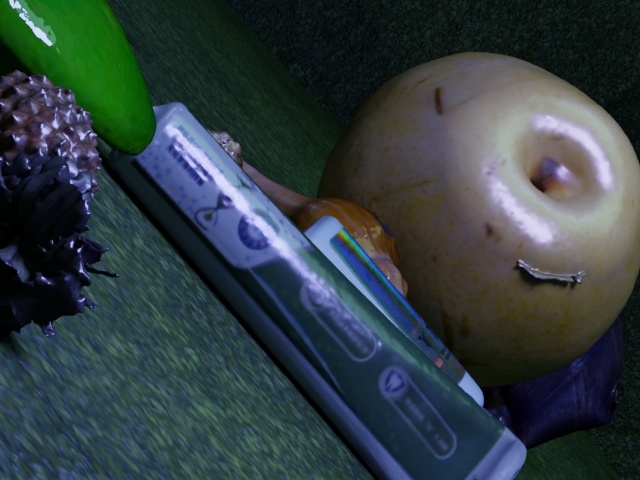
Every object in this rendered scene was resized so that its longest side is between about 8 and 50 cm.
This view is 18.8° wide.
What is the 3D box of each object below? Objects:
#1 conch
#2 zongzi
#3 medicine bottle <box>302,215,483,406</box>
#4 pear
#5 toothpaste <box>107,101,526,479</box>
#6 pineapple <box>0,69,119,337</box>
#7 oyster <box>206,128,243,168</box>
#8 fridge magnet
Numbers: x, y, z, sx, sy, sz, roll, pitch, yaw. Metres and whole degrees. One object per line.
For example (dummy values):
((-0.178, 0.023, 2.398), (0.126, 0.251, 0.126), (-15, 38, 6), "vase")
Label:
((0.004, -0.004, 1.604), (0.109, 0.093, 0.330), (37, 11, -38), "conch")
((0.179, -0.038, 2.160), (0.403, 0.208, 0.432), (-127, -160, -62), "zongzi")
((0.048, 0.091, 1.379), (0.229, 0.083, 0.121), (51, 8, -1), "medicine bottle")
((0.146, -0.020, 1.721), (0.309, 0.309, 0.309), (49, 6, -7), "pear")
((-0.017, 0.036, 1.274), (0.392, 0.099, 0.061), (48, -24, -9), "toothpaste")
((-0.122, -0.015, 0.819), (0.074, 0.074, 0.159), (47, 9, -28), "pineapple")
((-0.093, -0.085, 1.655), (0.080, 0.038, 0.083), (46, 8, -19), "oyster")
((-0.168, -0.125, 1.064), (0.208, 0.088, 0.208), (49, 7, -8), "fridge magnet")
